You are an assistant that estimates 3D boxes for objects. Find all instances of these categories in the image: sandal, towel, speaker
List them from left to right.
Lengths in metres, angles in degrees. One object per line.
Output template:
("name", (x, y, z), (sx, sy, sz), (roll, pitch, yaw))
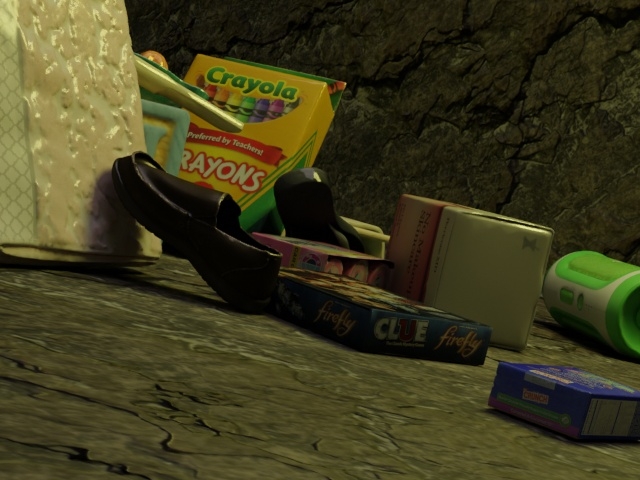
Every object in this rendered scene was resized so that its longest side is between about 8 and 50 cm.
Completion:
("towel", (-0.273, -0.139, 1.282), (0.053, 0.332, 0.317), (-11, -6, 25))
("sandal", (-0.005, -0.003, 1.683), (0.097, 0.054, 0.254), (-19, -32, 8))
("speaker", (0.411, 0.087, 1.808), (0.131, 0.131, 0.296), (13, 3, -10))

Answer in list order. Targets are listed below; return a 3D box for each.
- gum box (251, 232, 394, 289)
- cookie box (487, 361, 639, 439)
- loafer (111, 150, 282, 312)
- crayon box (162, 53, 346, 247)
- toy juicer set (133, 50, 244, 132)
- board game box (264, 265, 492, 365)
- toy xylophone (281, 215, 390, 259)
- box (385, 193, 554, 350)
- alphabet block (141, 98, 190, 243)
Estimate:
("gum box", (0.002, 0.038, 1.563), (0.107, 0.062, 0.188), (15, 4, 29))
("cookie box", (0.205, 0.130, 1.040), (0.107, 0.040, 0.092), (10, 5, -45))
("loafer", (-0.118, -0.024, 1.302), (0.220, 0.078, 0.080), (42, 18, 12))
("crayon box", (-0.114, -0.129, 1.743), (0.202, 0.318, 0.081), (14, -27, 18))
("toy juicer set", (-0.255, -0.224, 1.656), (0.329, 0.089, 0.209), (8, -22, 48))
("board game box", (0.034, 0.071, 1.325), (0.165, 0.042, 0.243), (11, 4, -39))
("toy xylophone", (0.000, 0.000, 1.999), (0.236, 0.081, 0.323), (17, 5, 44))
("box", (0.170, 0.033, 1.573), (0.127, 0.148, 0.232), (12, 3, -13))
("alphabet block", (-0.303, -0.096, 1.540), (0.197, 0.192, 0.193), (14, 2, 31))
